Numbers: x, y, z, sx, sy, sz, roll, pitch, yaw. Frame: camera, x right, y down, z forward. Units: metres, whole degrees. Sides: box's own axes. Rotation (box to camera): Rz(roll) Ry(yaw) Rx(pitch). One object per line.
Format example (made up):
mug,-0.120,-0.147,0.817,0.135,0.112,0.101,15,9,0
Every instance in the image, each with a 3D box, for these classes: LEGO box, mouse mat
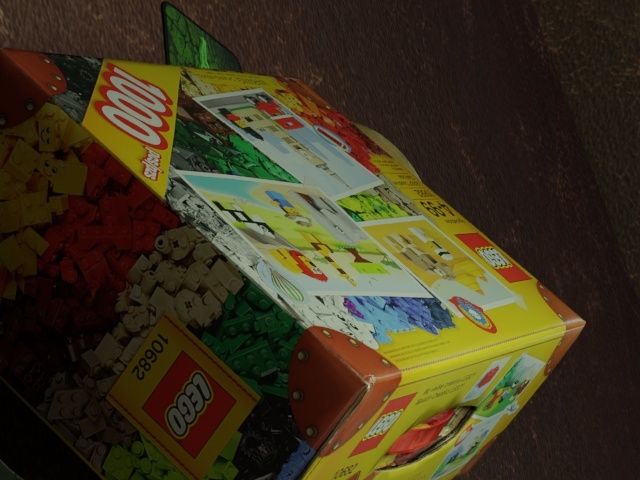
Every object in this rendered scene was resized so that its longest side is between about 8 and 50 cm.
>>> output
LEGO box,-0.047,0.039,1.435,0.372,0.193,0.500,41,18,17
mouse mat,-0.116,-0.143,1.856,0.153,0.007,0.189,34,44,-54

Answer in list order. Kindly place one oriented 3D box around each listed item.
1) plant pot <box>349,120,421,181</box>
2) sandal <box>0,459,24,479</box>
plant pot,0.000,0.000,1.717,0.032,0.236,0.236,-8,79,-58
sandal,-0.271,0.159,1.188,0.302,0.086,0.120,55,43,2
